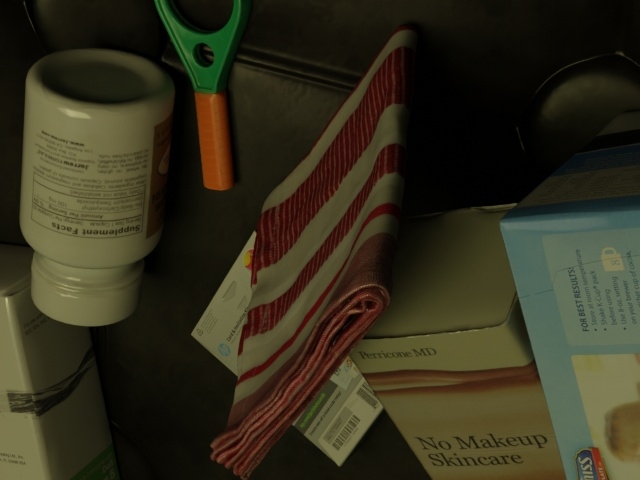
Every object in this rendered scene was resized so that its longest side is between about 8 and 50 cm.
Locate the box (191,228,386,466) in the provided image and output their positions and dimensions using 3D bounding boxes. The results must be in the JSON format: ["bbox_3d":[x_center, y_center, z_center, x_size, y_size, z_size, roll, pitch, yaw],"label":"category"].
[{"bbox_3d":[-0.012,0.092,1.793,0.186,0.038,0.145,40,128,10],"label":"box"}]

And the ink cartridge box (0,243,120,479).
[{"bbox_3d":[-0.325,0.144,1.971,0.198,0.115,0.273,6,116,30],"label":"ink cartridge box"}]

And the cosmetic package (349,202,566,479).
[{"bbox_3d":[0.153,0.120,1.566,0.153,0.129,0.296,-7,133,33],"label":"cosmetic package"}]

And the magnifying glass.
[{"bbox_3d":[-0.097,-0.154,1.740,0.092,0.026,0.231,10,115,29],"label":"magnifying glass"}]

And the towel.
[{"bbox_3d":[0.000,0.000,1.571,0.037,0.329,0.237,26,129,-15],"label":"towel"}]

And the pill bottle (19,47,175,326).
[{"bbox_3d":[-0.203,-0.045,1.790,0.131,0.131,0.229,22,123,23],"label":"pill bottle"}]

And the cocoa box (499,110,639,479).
[{"bbox_3d":[0.311,0.092,1.461,0.231,0.228,0.347,-5,109,35],"label":"cocoa box"}]
